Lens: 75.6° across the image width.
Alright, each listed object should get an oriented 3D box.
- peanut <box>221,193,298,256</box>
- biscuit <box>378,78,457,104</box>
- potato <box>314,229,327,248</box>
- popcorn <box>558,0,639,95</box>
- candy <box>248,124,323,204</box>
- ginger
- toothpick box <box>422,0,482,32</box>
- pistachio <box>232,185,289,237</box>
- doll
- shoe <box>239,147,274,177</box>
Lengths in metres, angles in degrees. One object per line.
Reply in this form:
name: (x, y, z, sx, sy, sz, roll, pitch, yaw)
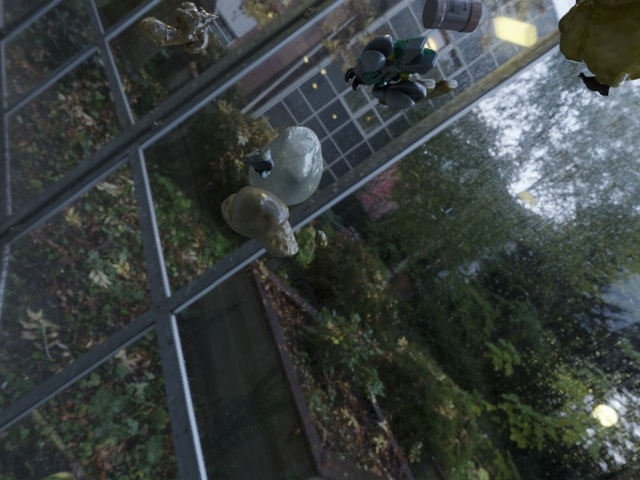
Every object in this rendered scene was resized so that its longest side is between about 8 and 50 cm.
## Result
peanut: (-0.212, -0.053, 1.449, 0.325, 0.140, 0.153, 36, 25, 17)
biscuit: (0.425, -0.652, 1.823, 0.291, 0.237, 0.062, 5, -75, 56)
potato: (0.000, 0.000, 1.423, 0.045, 0.047, 0.092, 45, -13, 25)
popcorn: (0.627, -0.451, 0.792, 0.281, 0.298, 0.315, 21, 65, -68)
candy: (-0.141, -0.322, 1.979, 0.186, 0.386, 0.426, 53, -5, 30)
ginger: (-0.399, -0.608, 1.164, 0.214, 0.132, 0.059, -4, 30, -39)
toothpick box: (0.401, -0.693, 1.259, 0.098, 0.149, 0.098, 178, -90, -77)
pistachio: (-0.163, -0.081, 1.089, 0.135, 0.136, 0.226, 52, -6, -33)
doll: (0.179, -0.425, 1.068, 0.195, 0.153, 0.258, 23, -13, -12)
shoe: (-0.204, -0.255, 1.390, 0.169, 0.071, 0.099, 8, -46, 54)
